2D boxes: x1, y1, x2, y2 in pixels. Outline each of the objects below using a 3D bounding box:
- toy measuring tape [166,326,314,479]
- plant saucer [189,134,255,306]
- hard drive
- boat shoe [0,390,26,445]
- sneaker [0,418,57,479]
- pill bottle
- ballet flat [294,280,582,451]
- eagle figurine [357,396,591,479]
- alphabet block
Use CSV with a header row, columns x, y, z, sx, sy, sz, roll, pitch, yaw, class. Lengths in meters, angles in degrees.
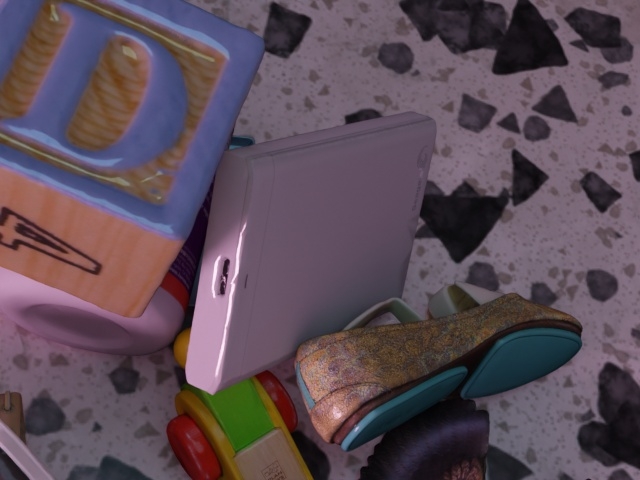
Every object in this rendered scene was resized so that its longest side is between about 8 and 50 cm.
x,y,z,sx,sy,sz,roll,pitch,yaw,class
-0.054,0.226,1.166,0.121,0.121,0.330,-30,100,-22,toy measuring tape
-0.104,-0.020,1.280,0.067,0.018,0.192,6,67,-10,plant saucer
0.000,0.000,1.127,0.040,0.203,0.307,21,21,28,hard drive
-0.265,0.265,1.081,0.089,0.104,0.285,-16,72,-15,boat shoe
-0.284,0.229,0.983,0.296,0.104,0.147,42,54,10,sneaker
-0.185,-0.066,1.190,0.181,0.181,0.323,15,66,-6,pill bottle
0.115,0.097,1.188,0.348,0.123,0.123,-13,70,-41,ballet flat
0.140,0.288,1.125,0.225,0.298,0.226,-8,99,14,eagle figurine
-0.180,-0.079,0.985,0.193,0.197,0.192,25,65,-8,alphabet block
